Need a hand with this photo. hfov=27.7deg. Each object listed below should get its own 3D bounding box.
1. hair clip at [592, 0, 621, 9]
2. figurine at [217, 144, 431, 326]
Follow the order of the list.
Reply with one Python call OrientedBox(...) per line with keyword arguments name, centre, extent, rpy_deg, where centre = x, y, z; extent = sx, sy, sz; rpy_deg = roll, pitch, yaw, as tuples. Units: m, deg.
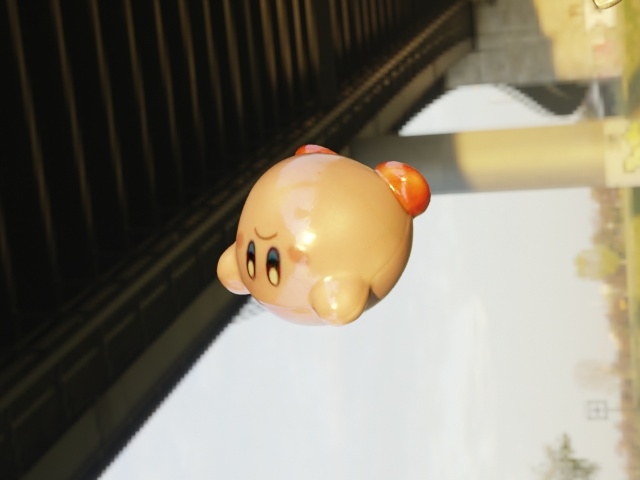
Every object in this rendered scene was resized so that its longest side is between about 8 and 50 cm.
OrientedBox(name="hair clip", centre=(0.159, -0.262, 0.898), extent=(0.214, 0.062, 0.056), rpy_deg=(62, -155, -9))
OrientedBox(name="figurine", centre=(0.000, 0.000, 1.215), extent=(0.173, 0.173, 0.173), rpy_deg=(-3, -90, -76))
